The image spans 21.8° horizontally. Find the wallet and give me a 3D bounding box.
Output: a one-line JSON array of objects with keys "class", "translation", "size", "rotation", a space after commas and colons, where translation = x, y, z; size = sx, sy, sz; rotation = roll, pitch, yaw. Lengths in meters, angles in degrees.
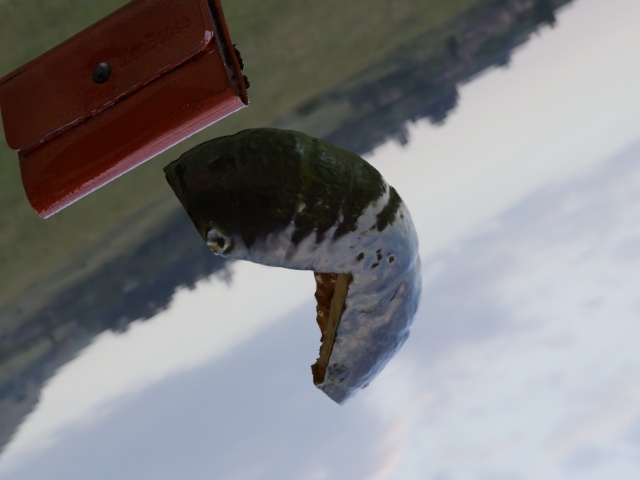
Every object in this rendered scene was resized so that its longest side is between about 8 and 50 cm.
[{"class": "wallet", "translation": [-0.163, -0.122, 1.344], "size": [0.204, 0.142, 0.045], "rotation": [-28, 151, 18]}]

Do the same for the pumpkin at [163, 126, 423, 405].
[{"class": "pumpkin", "translation": [0.000, 0.000, 0.994], "size": [0.108, 0.183, 0.119], "rotation": [-35, -155, 12]}]
